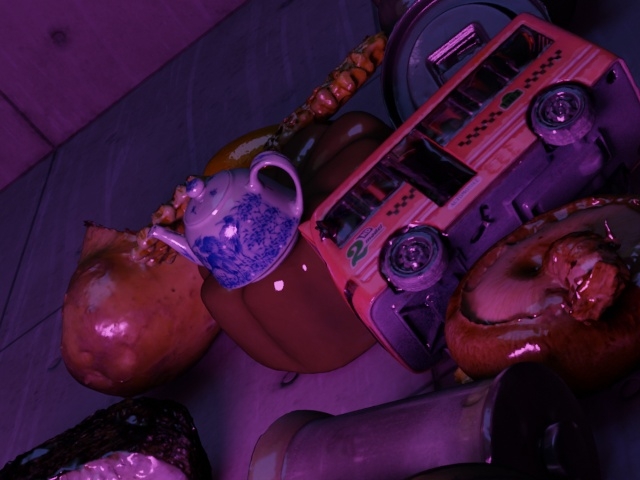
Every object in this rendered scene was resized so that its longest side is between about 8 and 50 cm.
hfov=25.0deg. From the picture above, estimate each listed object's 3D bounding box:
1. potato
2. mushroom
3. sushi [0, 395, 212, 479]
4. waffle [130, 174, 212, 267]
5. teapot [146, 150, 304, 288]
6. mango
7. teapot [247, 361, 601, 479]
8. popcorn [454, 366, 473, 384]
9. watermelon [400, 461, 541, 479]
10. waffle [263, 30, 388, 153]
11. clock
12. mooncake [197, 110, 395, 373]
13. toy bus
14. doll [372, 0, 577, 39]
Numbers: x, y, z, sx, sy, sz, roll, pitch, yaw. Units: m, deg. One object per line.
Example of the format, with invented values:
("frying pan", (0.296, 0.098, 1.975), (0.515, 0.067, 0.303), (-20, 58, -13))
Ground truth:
("potato", (-0.284, 0.129, 2.226), (0.300, 0.288, 0.237), (11, 74, 41))
("mushroom", (0.274, 0.060, 1.528), (0.297, 0.163, 0.278), (-32, 9, -5))
("sushi", (-0.303, 0.345, 1.904), (0.350, 0.211, 0.171), (-32, 20, 10))
("waffle", (-0.187, -0.027, 2.007), (0.169, 0.036, 0.183), (-49, -16, 16))
("teapot", (-0.114, -0.034, 1.873), (0.232, 0.159, 0.159), (-33, 24, 30))
("mango", (-0.063, -0.127, 2.410), (0.316, 0.176, 0.119), (-19, 63, 10))
("teapot", (0.094, 0.239, 1.420), (0.337, 0.200, 0.270), (-20, -9, 39))
("popcorn", (0.195, 0.162, 1.606), (0.084, 0.084, 0.084), (-34, 24, 18))
("watermelon", (0.085, 0.349, 1.184), (0.359, 0.279, 0.279), (-41, 23, 8))
("waffle", (0.021, -0.232, 2.228), (0.291, 0.051, 0.291), (-44, 5, 5))
("clock", (0.221, -0.246, 2.090), (0.280, 0.055, 0.281), (-5, 80, 29))
("mooncake", (0.000, 0.000, 2.030), (0.378, 0.201, 0.378), (-35, 24, 18))
("toy bus", (0.186, -0.061, 1.747), (0.427, 0.203, 0.233), (-44, 48, -5))
("doll", (0.228, -0.431, 2.239), (0.382, 0.379, 0.252), (-28, 10, 21))
